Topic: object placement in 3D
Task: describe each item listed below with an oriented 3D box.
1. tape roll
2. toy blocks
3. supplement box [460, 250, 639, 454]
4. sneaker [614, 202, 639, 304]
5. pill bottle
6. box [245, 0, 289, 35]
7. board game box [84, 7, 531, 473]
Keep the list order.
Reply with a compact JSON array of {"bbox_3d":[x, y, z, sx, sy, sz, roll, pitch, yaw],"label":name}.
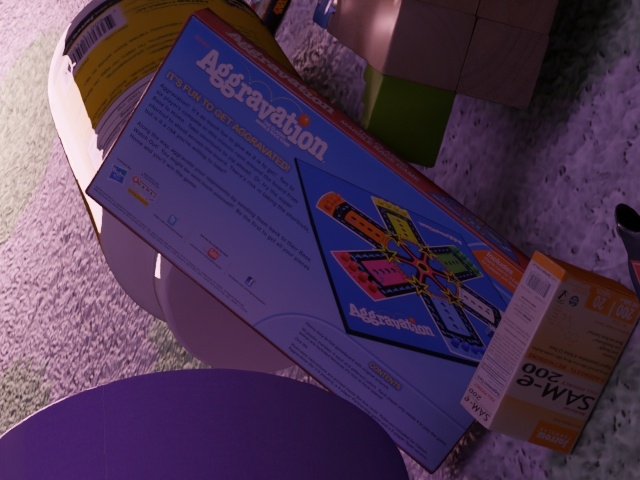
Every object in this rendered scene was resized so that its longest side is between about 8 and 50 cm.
[{"bbox_3d":[-0.076,0.197,1.063,0.275,0.275,0.090,-49,34,33],"label":"tape roll"},{"bbox_3d":[0.095,-0.256,1.191,0.261,0.190,0.381,-125,49,-72],"label":"toy blocks"},{"bbox_3d":[0.129,0.063,1.013,0.098,0.062,0.036,-65,30,10],"label":"supplement box"},{"bbox_3d":[0.190,0.058,0.817,0.131,0.148,0.350,-9,64,59],"label":"sneaker"},{"bbox_3d":[-0.081,-0.052,1.328,0.188,0.188,0.334,-59,30,19],"label":"pill bottle"},{"bbox_3d":[-0.073,-0.179,1.565,0.137,0.027,0.094,-63,30,13],"label":"box"},{"bbox_3d":[0.000,0.000,1.105,0.145,0.281,0.027,-55,-9,27],"label":"board game box"}]
